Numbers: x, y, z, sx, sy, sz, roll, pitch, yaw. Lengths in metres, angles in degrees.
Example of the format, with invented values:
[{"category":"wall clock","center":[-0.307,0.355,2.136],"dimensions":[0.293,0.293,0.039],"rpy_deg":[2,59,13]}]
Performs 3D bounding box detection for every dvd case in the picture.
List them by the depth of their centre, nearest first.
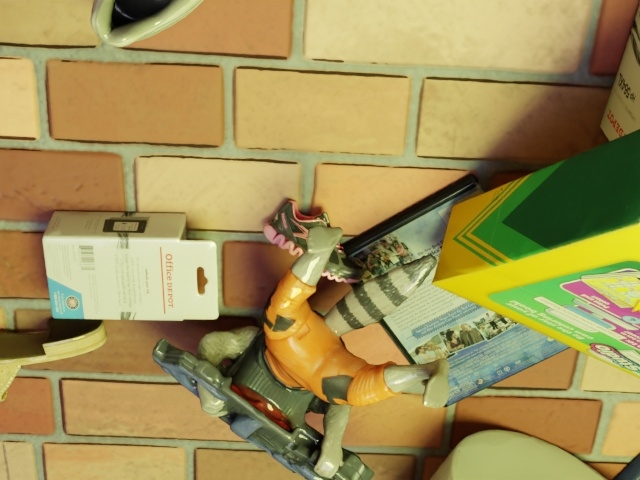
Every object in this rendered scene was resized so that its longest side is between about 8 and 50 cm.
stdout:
[{"category":"dvd case","center":[0.153,0.064,1.158],"dimensions":[0.180,0.022,0.253],"rpy_deg":[-29,117,16]}]

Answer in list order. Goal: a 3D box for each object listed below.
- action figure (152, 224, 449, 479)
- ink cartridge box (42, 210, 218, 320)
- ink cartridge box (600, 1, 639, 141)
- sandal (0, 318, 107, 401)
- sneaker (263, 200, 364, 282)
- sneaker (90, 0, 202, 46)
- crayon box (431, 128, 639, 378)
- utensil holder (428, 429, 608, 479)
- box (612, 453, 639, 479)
[{"category":"action figure","center":[0.015,0.156,1.099],"dimensions":[0.341,0.178,0.330],"rpy_deg":[42,141,-8]},{"category":"ink cartridge box","center":[-0.198,0.028,1.110],"dimensions":[0.180,0.060,0.104],"rpy_deg":[1,120,-1]},{"category":"ink cartridge box","center":[0.342,-0.160,0.955],"dimensions":[0.086,0.148,0.203],"rpy_deg":[7,120,-6]},{"category":"sandal","center":[-0.355,0.145,1.163],"dimensions":[0.240,0.088,0.079],"rpy_deg":[-9,114,-1]},{"category":"sneaker","center":[0.000,0.000,1.097],"dimensions":[0.119,0.047,0.057],"rpy_deg":[32,100,2]},{"category":"sneaker","center":[-0.092,-0.271,0.895],"dimensions":[0.111,0.129,0.297],"rpy_deg":[37,114,-19]},{"category":"crayon box","center":[0.344,0.043,0.984],"dimensions":[0.363,0.106,0.313],"rpy_deg":[25,161,-19]},{"category":"utensil holder","center":[0.189,0.465,1.222],"dimensions":[0.328,0.327,0.385],"rpy_deg":[22,116,-13]},{"category":"box","center":[0.460,0.296,1.287],"dimensions":[0.136,0.036,0.225],"rpy_deg":[28,117,-16]}]
